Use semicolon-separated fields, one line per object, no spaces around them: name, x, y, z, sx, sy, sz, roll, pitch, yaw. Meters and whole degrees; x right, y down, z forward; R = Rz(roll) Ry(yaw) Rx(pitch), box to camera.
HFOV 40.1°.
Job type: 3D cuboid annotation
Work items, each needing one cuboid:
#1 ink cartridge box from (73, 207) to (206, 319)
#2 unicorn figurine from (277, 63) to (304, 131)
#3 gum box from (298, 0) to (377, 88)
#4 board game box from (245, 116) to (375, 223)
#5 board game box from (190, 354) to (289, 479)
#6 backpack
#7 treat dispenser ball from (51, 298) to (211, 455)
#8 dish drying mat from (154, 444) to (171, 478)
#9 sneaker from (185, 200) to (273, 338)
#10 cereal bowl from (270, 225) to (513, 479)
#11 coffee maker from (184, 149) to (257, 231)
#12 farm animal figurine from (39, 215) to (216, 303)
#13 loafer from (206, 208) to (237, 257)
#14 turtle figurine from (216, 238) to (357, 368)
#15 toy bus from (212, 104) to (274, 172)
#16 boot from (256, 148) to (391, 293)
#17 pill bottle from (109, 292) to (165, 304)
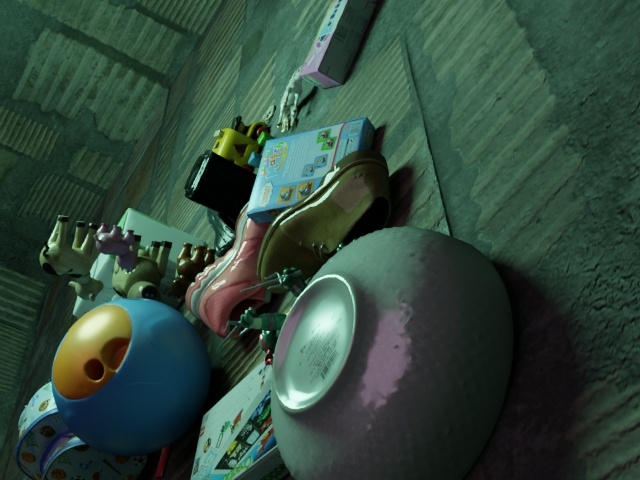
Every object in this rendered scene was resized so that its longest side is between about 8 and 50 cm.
ink cartridge box;-0.436;0.092;2.101;0.289;0.211;0.122;-50;26;33
unicorn figurine;-0.055;-0.309;1.866;0.162;0.060;0.111;-36;35;50
gum box;0.035;-0.405;1.758;0.188;0.062;0.107;-67;22;-5
board game box;-0.017;-0.117;1.480;0.211;0.039;0.160;-8;55;33
board game box;-0.106;0.294;1.330;0.305;0.053;0.193;-45;28;41
backpack;-0.482;0.410;1.786;0.277;0.263;0.213;-57;21;18
treat dispenser ball;-0.347;0.250;1.617;0.288;0.288;0.288;-49;26;34
dish drying mat;-0.304;0.422;1.711;0.032;0.008;0.083;-34;36;52
sneaker;-0.107;0.046;1.580;0.314;0.116;0.136;-54;51;11
cereal bowl;0.046;0.132;0.983;0.339;0.141;0.339;-40;37;39
coffee maker;-0.163;-0.103;1.729;0.171;0.178;0.120;-28;42;57
farm animal figurine;-0.386;0.072;1.778;0.327;0.330;0.172;151;131;-82
loafer;-0.194;-0.039;1.882;0.078;0.076;0.223;-50;30;21
turtle figurine;-0.031;0.091;1.240;0.234;0.118;0.175;-37;11;18
toy bus;-0.199;-0.222;2.046;0.191;0.104;0.202;-50;26;33
boot;0.000;0.000;1.352;0.305;0.112;0.115;-48;37;32
pill bottle;-0.382;0.203;1.939;0.130;0.130;0.245;-61;35;10
